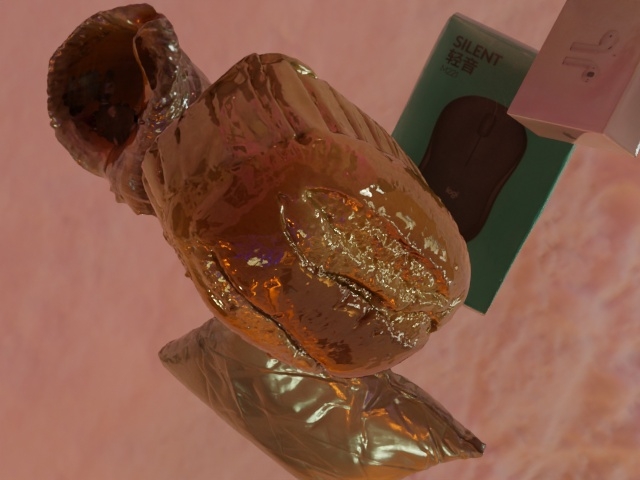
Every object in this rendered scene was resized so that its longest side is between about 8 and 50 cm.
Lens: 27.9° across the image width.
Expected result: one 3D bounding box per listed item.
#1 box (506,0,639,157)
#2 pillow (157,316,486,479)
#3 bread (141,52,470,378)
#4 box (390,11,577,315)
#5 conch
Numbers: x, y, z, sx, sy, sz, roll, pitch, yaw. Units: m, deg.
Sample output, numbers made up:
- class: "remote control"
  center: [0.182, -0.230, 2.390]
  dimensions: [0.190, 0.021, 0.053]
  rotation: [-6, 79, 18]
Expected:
- class: "box"
  center: [0.244, -0.146, 1.108]
  dimensions: [0.051, 0.129, 0.130]
  rotation: [29, 88, -31]
- class: "pillow"
  center: [-0.007, 0.160, 1.342]
  dimensions: [0.281, 0.076, 0.274]
  rotation: [39, 145, -12]
- class: "bread"
  center: [0.000, 0.000, 0.743]
  dimensions: [0.140, 0.106, 0.236]
  rotation: [-36, 145, 10]
- class: "box"
  center: [0.179, -0.091, 1.539]
  dimensions: [0.205, 0.118, 0.311]
  rotation: [28, 97, 3]
- class: "conch"
  center: [-0.269, -0.212, 2.001]
  dimensions: [0.297, 0.210, 0.352]
  rotation: [17, 115, 14]
